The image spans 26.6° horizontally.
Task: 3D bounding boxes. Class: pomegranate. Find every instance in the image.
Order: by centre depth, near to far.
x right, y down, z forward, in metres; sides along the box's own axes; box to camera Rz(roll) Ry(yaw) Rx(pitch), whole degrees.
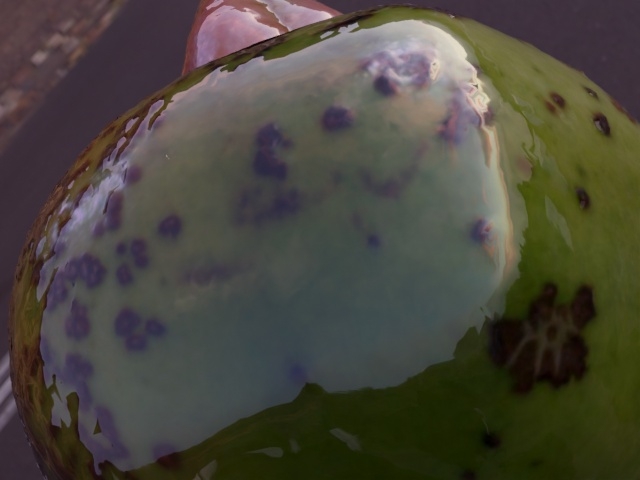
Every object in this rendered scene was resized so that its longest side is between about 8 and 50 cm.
[{"bbox_3d":[0.000,0.000,0.441,0.214,0.214,0.247,-34,57,21],"label":"pomegranate"}]
